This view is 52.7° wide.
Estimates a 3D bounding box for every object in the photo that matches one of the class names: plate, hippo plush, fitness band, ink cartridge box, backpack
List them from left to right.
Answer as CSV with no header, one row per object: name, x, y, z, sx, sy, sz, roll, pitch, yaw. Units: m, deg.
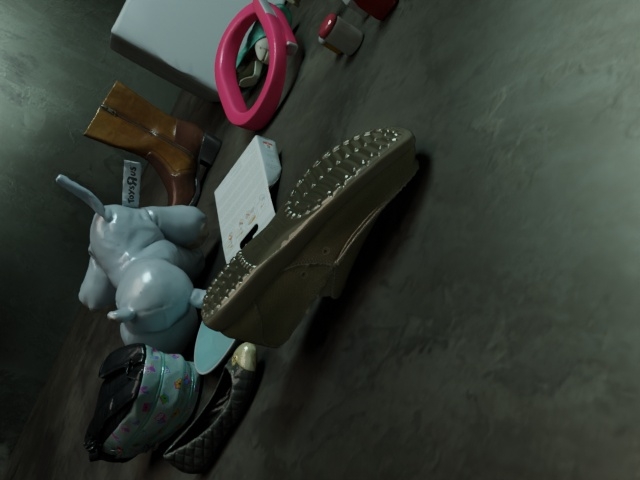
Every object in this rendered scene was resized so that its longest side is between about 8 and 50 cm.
backpack,-0.250,0.220,0.912,0.182,0.115,0.152,-44,41,39
hippo plush,-0.250,0.052,1.029,0.236,0.234,0.294,45,141,38
plate,-0.118,0.095,0.876,0.188,0.024,0.188,-49,25,33
ink cartridge box,-0.107,-0.055,1.021,0.145,0.045,0.179,-47,45,34
fitness band,-0.131,-0.347,1.260,0.209,0.054,0.291,-52,43,34

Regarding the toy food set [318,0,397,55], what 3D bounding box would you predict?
toy food set,0.046,-0.362,0.901,0.232,0.104,0.111,-44,29,40

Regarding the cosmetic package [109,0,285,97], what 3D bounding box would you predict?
cosmetic package,-0.328,-0.578,1.684,0.328,0.329,0.393,-63,23,1

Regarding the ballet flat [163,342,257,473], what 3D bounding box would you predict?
ballet flat,-0.121,0.192,0.737,0.173,0.049,0.057,-62,23,5

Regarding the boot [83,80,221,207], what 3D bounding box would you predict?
boot,-0.395,-0.185,1.461,0.096,0.280,0.264,4,70,67

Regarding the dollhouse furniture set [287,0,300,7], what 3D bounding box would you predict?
dollhouse furniture set,0.035,-0.465,1.108,0.182,0.101,0.161,-57,-2,17

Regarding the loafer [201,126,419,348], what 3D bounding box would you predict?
loafer,0.000,0.000,0.633,0.268,0.092,0.102,-44,26,6

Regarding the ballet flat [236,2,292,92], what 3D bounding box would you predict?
ballet flat,-0.127,-0.399,1.393,0.247,0.083,0.087,-36,59,49
